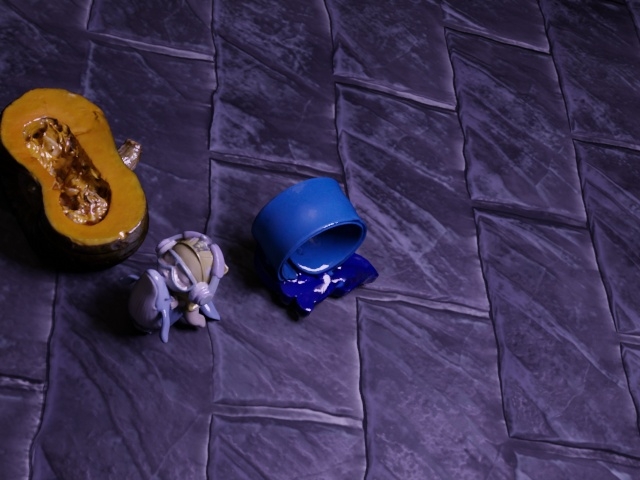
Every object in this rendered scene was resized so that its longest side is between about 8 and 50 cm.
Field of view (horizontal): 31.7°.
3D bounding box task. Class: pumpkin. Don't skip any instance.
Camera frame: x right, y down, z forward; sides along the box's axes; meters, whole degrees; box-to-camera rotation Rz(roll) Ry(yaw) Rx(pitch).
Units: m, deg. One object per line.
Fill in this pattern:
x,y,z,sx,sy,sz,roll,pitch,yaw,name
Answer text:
-0.379,-0.096,1.799,0.222,0.139,0.317,-21,63,-31,pumpkin

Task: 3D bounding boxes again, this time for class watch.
-0.009,-0.002,1.840,0.196,0.200,0.171,-28,65,-32,watch

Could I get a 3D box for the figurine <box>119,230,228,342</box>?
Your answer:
-0.215,0.070,1.722,0.128,0.184,0.208,50,9,17,figurine
